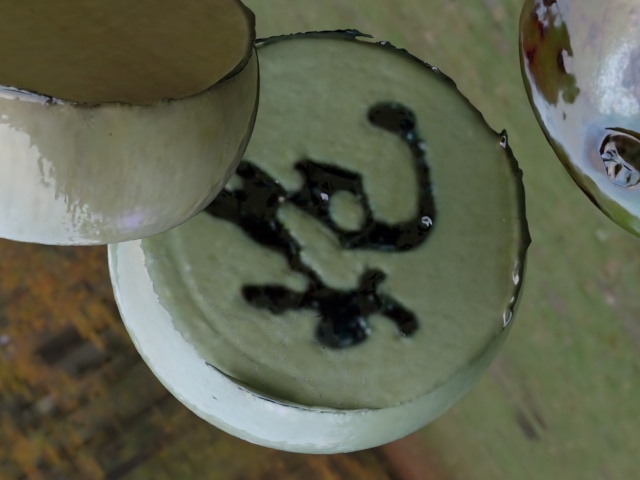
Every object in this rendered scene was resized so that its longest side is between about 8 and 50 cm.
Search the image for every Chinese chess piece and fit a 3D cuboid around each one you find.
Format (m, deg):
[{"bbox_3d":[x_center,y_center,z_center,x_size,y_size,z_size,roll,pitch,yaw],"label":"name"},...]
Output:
[{"bbox_3d":[0.000,0.000,1.525,0.349,0.349,0.146,56,162,8],"label":"Chinese chess piece"},{"bbox_3d":[-0.163,-0.102,1.103,0.257,0.257,0.104,53,137,46],"label":"Chinese chess piece"}]

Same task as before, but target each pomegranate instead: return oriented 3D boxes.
[{"bbox_3d":[0.213,-0.099,0.897,0.202,0.248,0.202,29,140,29],"label":"pomegranate"}]
